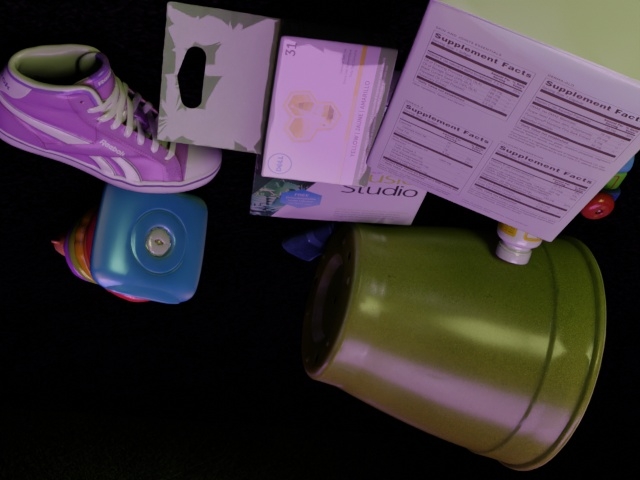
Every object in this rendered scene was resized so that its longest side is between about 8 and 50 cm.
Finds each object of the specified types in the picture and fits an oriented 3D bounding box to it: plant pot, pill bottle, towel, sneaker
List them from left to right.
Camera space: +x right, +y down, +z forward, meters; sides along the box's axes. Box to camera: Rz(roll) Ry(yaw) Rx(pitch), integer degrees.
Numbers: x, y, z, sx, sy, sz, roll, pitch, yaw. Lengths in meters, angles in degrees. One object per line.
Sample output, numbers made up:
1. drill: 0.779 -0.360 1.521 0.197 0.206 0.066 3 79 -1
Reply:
1. sneaker: -0.229 -0.140 1.101 0.282 0.102 0.161 12 152 -24
2. towel: 0.000 0.000 1.520 0.119 0.029 0.067 -18 150 39
3. plant pot: 0.170 0.125 1.437 0.353 0.366 0.366 16 155 -14
4. pill bottle: 0.279 -0.029 1.315 0.065 0.065 0.116 8 112 -17

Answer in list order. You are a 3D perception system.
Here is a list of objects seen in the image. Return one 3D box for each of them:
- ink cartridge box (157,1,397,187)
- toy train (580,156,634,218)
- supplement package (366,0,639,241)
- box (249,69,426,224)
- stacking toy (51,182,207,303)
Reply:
1. ink cartridge box: -0.051 -0.151 1.017 0.235 0.056 0.171 5 125 -9
2. toy train: 0.258 -0.105 1.155 0.248 0.105 0.143 0 147 -11
3. supplement package: 0.182 -0.165 0.827 0.198 0.199 0.263 23 156 1
4. box: 0.034 -0.111 1.210 0.232 0.058 0.322 3 156 -5
5. stacking toy: -0.320 0.007 1.435 0.175 0.166 0.302 16 168 -40
